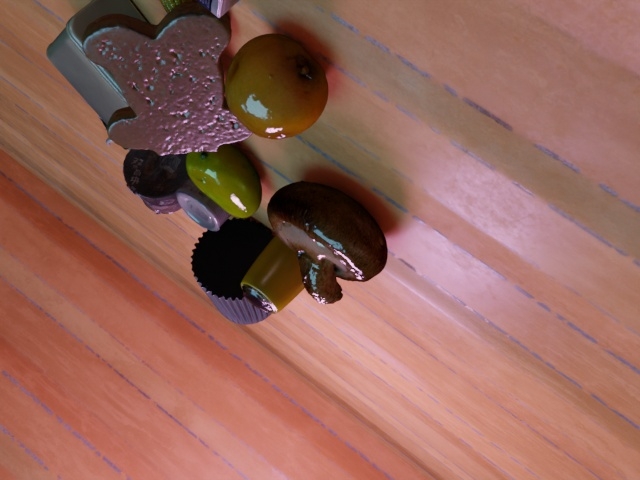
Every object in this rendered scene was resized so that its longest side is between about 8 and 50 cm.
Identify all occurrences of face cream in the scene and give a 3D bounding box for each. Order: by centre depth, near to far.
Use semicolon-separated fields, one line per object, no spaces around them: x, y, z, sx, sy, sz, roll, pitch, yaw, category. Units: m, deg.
-0.340;-0.140;2.051;0.177;0.153;0.177;33;157;16;face cream

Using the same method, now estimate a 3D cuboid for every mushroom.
0.013;-0.020;1.682;0.345;0.239;0.345;14;138;14;mushroom

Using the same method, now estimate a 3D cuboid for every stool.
-0.267;0.125;2.260;0.297;0.297;0.330;33;160;16;stool

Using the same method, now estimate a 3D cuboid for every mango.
-0.261;-0.178;1.868;0.185;0.149;0.273;-6;136;50;mango

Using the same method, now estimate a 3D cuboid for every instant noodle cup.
-0.524;-0.200;2.165;0.217;0.217;0.207;37;164;7;instant noodle cup

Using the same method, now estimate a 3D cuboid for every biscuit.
-0.354;-0.363;1.535;0.369;0.076;0.394;-6;142;5;biscuit

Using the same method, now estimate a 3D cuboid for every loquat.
-0.089;-0.306;1.316;0.208;0.208;0.208;33;156;17;loquat

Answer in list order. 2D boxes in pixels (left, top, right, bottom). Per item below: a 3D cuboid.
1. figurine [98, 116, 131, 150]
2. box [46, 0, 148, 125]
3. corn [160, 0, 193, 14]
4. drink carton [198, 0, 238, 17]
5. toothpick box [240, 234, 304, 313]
-0.638;-0.357;2.164;0.192;0.126;0.147;39;141;-28;figurine
-0.545;-0.451;1.777;0.352;0.177;0.344;51;156;-26;box
-0.311;-0.519;1.434;0.067;0.067;0.206;25;155;32;corn
-0.219;-0.532;1.180;0.222;0.134;0.102;40;159;3;drink carton
-0.107;0.084;1.942;0.175;0.271;0.175;33;156;17;toothpick box
